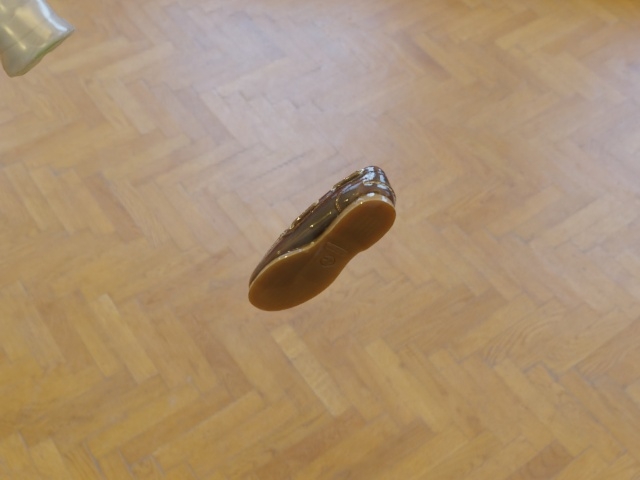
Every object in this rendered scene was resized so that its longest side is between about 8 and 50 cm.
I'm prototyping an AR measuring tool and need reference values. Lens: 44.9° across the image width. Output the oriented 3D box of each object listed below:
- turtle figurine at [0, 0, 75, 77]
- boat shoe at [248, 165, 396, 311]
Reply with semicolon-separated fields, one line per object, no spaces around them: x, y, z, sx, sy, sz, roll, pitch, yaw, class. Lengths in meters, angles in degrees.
-0.288;-0.182;0.437;0.275;0.266;0.197;-22;24;36;turtle figurine
0.000;0.000;0.844;0.207;0.073;0.073;-37;37;24;boat shoe
